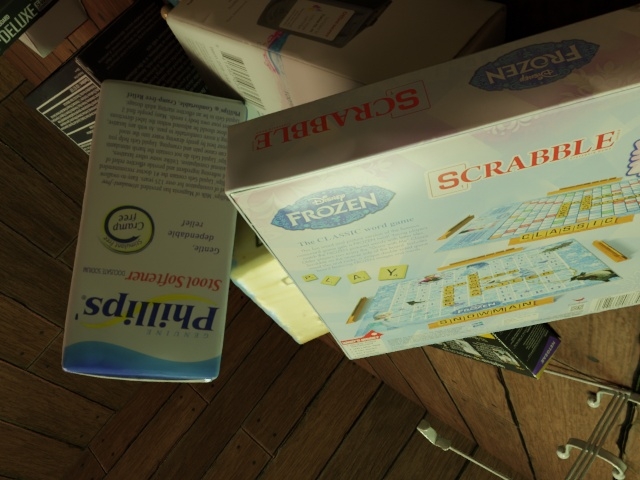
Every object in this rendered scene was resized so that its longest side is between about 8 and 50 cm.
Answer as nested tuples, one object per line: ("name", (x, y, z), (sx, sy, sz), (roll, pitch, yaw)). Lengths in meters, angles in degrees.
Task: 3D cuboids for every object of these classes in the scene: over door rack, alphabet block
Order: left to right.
("alphabet block", (0.000, 0.000, 0.748), (0.193, 0.197, 0.192), (50, -158, -39))
("over door rack", (0.371, 0.327, 0.893), (0.324, 0.239, 0.108), (15, 146, 56))

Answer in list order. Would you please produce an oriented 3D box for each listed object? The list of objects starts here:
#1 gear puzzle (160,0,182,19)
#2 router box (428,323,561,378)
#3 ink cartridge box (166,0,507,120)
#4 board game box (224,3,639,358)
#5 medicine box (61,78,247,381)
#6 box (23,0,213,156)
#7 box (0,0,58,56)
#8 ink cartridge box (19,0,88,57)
("gear puzzle", (-0.187, -0.330, 0.554), (0.175, 0.044, 0.339), (43, 174, -14))
("router box", (0.222, 0.112, 0.909), (0.243, 0.081, 0.309), (44, 164, -16))
("ink cartridge box", (0.021, -0.148, 0.533), (0.306, 0.131, 0.226), (29, 162, 29))
("board game box", (0.134, -0.009, 0.423), (0.318, 0.066, 0.318), (-13, 146, 11))
("medicine box", (-0.186, 0.002, 0.618), (0.149, 0.289, 0.263), (6, 173, -13))
("box", (-0.306, -0.221, 0.905), (0.296, 0.183, 0.294), (1, 141, 47))
("box", (-0.583, -0.418, 0.817), (0.242, 0.307, 0.076), (39, 169, 3))
("ink cartridge box", (-0.571, -0.473, 0.971), (0.176, 0.128, 0.127), (38, 165, 6))
